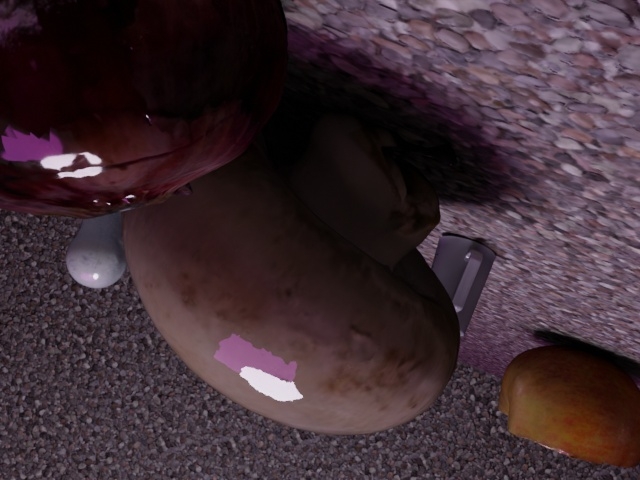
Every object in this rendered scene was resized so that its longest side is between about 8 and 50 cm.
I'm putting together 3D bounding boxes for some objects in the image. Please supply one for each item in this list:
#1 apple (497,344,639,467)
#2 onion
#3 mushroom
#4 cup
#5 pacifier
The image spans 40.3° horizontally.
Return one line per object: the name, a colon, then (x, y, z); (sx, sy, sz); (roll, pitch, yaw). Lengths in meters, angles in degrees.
apple: (0.446, 0.267, 1.512); (0.251, 0.163, 0.293); (13, -176, 3)
onion: (-0.146, -0.122, 0.540); (0.252, 0.219, 0.252); (-20, -175, 2)
mushroom: (0.000, 0.000, 0.809); (0.362, 0.294, 0.362); (40, -166, -13)
cup: (0.170, 0.052, 1.075); (0.074, 0.116, 0.104); (23, 165, -5)
pacifier: (-0.313, -0.048, 1.252); (0.300, 0.233, 0.244); (3, 167, 1)
